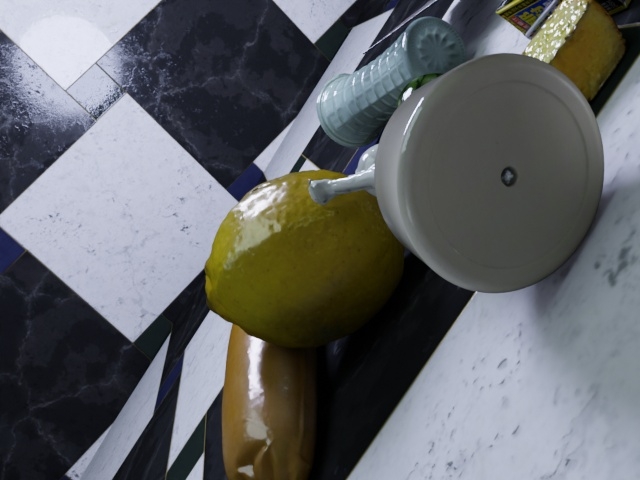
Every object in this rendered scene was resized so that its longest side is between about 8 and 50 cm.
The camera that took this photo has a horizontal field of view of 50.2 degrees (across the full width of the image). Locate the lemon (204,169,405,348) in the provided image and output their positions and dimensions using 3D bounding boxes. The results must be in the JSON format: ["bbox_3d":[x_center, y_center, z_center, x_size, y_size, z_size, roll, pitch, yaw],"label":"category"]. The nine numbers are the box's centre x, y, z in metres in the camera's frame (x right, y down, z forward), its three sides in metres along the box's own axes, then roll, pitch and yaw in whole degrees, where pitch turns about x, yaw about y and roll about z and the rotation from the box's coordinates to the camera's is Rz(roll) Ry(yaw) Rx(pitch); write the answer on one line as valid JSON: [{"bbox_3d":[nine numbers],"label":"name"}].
[{"bbox_3d":[-0.017,0.022,0.806,0.260,0.204,0.204,-25,18,3],"label":"lemon"}]

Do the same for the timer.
[{"bbox_3d":[0.096,-0.064,0.615,0.175,0.175,0.266,-59,20,-3],"label":"timer"}]

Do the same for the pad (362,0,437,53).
[{"bbox_3d":[0.204,-0.420,1.170,0.202,0.005,0.300,-26,16,44],"label":"pad"}]

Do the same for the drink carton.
[{"bbox_3d":[0.266,-0.267,0.744,0.056,0.071,0.165,-57,12,-6],"label":"drink carton"}]

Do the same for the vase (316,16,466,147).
[{"bbox_3d":[0.117,-0.263,1.146,0.143,0.143,0.299,-63,18,-19],"label":"vase"}]

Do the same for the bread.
[{"bbox_3d":[0.218,-0.149,0.672,0.187,0.065,0.103,-55,15,7],"label":"bread"}]

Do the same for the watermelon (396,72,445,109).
[{"bbox_3d":[0.148,-0.164,0.886,0.109,0.109,0.109,-53,14,20],"label":"watermelon"}]

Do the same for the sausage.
[{"bbox_3d":[-0.062,0.185,0.844,0.134,0.116,0.354,-42,22,16],"label":"sausage"}]
